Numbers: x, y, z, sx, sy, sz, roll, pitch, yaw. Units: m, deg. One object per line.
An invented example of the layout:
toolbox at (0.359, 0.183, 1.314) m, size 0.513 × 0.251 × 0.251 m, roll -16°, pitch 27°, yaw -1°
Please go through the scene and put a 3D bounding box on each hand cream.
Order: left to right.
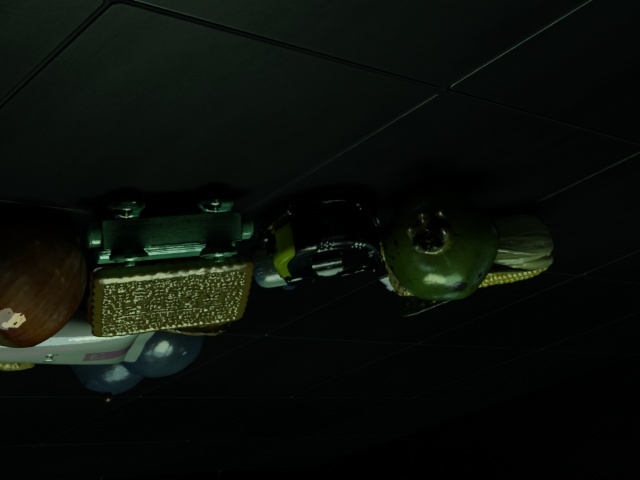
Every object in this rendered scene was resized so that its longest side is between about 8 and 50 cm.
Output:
hand cream at (-0.464, 0.155, 1.863) m, size 0.359 × 0.118 × 0.185 m, roll 9°, pitch 152°, yaw -17°

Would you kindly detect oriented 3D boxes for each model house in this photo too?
model house at (0.193, 0.057, 2.088) m, size 0.167 × 0.117 × 0.088 m, roll -19°, pitch 143°, yaw 26°

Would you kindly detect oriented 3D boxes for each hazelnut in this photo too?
hazelnut at (-0.432, 0.059, 1.634) m, size 0.214 × 0.176 × 0.214 m, roll -38°, pitch 167°, yaw -10°

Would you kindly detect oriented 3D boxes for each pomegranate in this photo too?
pomegranate at (0.184, 0.002, 1.784) m, size 0.187 × 0.187 × 0.225 m, roll -14°, pitch 165°, yaw 10°

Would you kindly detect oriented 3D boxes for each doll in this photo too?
doll at (-0.342, 0.188, 2.094) m, size 0.258 × 0.154 × 0.228 m, roll -32°, pitch 149°, yaw 19°

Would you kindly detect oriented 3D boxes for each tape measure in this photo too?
tape measure at (0.000, 0.000, 1.794) m, size 0.199 × 0.112 × 0.186 m, roll -14°, pitch 159°, yaw 5°

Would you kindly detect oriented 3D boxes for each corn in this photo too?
corn at (0.254, 0.023, 1.974) m, size 0.305 × 0.123 × 0.122 m, roll -9°, pitch 157°, yaw -12°

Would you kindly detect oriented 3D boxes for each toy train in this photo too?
toy train at (-0.229, -0.011, 1.680) m, size 0.248 × 0.101 × 0.159 m, roll -3°, pitch 175°, yaw -19°

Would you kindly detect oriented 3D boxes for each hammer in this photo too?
hammer at (-0.060, 0.056, 1.992) m, size 0.116 × 0.069 × 0.194 m, roll -11°, pitch 166°, yaw -3°

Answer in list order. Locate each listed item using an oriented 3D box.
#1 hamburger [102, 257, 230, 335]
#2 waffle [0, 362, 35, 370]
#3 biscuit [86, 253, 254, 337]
hamburger at (-0.239, 0.098, 1.911) m, size 0.262 × 0.131 × 0.124 m, roll 9°, pitch 153°, yaw -34°
waffle at (-0.593, 0.178, 2.036) m, size 0.168 × 0.057 × 0.274 m, roll 0°, pitch 159°, yaw -18°
biscuit at (-0.235, 0.089, 1.768) m, size 0.255 × 0.029 × 0.172 m, roll -5°, pitch 144°, yaw -16°
